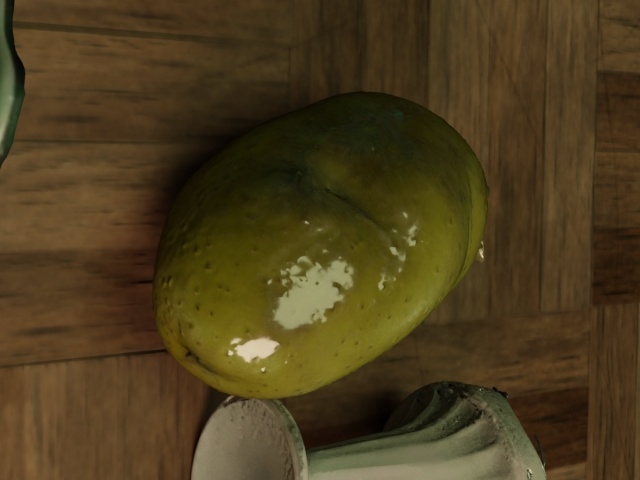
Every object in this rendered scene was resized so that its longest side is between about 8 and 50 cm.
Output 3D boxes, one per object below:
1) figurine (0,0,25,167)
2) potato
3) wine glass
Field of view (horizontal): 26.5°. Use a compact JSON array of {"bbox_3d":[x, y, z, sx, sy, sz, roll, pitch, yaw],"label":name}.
[{"bbox_3d":[-0.305,-0.102,0.536,0.340,0.231,0.323,25,62,-39],"label":"figurine"},{"bbox_3d":[0.000,0.000,0.857,0.248,0.169,0.143,-39,154,-34],"label":"potato"},{"bbox_3d":[0.028,0.170,0.894,0.196,0.165,0.164,6,89,-36],"label":"wine glass"}]
